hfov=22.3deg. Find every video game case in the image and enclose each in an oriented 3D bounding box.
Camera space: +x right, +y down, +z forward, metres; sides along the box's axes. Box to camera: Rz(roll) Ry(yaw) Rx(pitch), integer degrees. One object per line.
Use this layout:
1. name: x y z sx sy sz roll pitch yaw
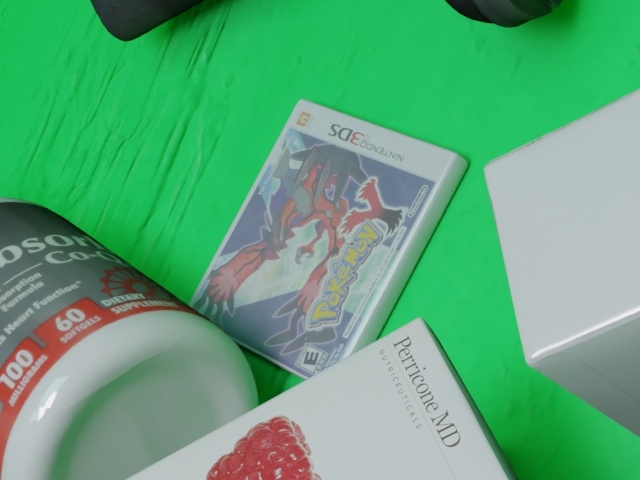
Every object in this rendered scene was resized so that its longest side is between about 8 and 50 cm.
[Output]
1. video game case: 0.000 0.000 1.255 0.183 0.023 0.201 24 84 45

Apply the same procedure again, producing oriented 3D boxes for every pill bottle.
1. pill bottle: -0.230 0.089 1.269 0.363 0.210 0.210 30 88 45

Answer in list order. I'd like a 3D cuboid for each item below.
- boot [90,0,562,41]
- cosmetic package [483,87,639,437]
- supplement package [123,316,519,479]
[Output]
1. boot: -0.020 -0.264 1.321 0.445 0.146 0.367 -15 49 30
2. cosmetic package: 0.249 0.009 0.897 0.224 0.224 0.138 -26 53 28
3. supplement package: -0.008 0.217 0.985 0.293 0.175 0.177 -29 48 2
